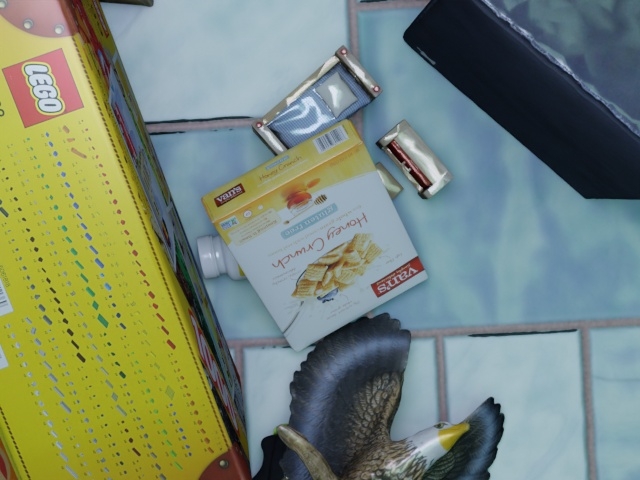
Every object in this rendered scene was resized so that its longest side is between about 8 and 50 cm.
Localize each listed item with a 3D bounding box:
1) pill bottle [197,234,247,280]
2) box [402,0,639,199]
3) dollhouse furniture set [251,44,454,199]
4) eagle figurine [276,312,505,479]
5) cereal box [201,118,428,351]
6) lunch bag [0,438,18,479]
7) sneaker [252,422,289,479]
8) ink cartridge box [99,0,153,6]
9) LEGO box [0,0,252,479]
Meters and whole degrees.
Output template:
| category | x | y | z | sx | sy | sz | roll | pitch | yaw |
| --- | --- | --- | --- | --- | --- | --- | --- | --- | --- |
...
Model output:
| category | x | y | z | sx | sy | sz | roll | pitch | yaw |
| --- | --- | --- | --- | --- | --- | --- | --- | --- | --- |
| pill bottle | -0.074 | 0.009 | 1.634 | 0.116 | 0.065 | 0.065 | -12 | 92 | -2 |
| box | 0.349 | -0.304 | 1.429 | 0.297 | 0.480 | 0.472 | 42 | 90 | -3 |
| dollhouse furniture set | 0.035 | -0.095 | 1.602 | 0.129 | 0.129 | 0.183 | -41 | 92 | 0 |
| eagle figurine | 0.069 | 0.232 | 1.558 | 0.225 | 0.298 | 0.226 | -2 | 107 | 12 |
| cereal box | 0.000 | 0.000 | 1.566 | 0.173 | 0.047 | 0.240 | -29 | 137 | 1 |
| lunch bag | -0.381 | 0.221 | 1.515 | 0.120 | 0.258 | 0.293 | -28 | 108 | -32 |
| sneaker | -0.064 | 0.316 | 1.650 | 0.097 | 0.084 | 0.234 | 24 | 90 | 23 |
| ink cartridge box | -0.291 | -0.358 | 1.609 | 0.235 | 0.088 | 0.193 | 4 | 93 | -1 |
| LEGO box | -0.240 | -0.001 | 1.436 | 0.193 | 0.372 | 0.500 | -19 | 103 | -1 |
